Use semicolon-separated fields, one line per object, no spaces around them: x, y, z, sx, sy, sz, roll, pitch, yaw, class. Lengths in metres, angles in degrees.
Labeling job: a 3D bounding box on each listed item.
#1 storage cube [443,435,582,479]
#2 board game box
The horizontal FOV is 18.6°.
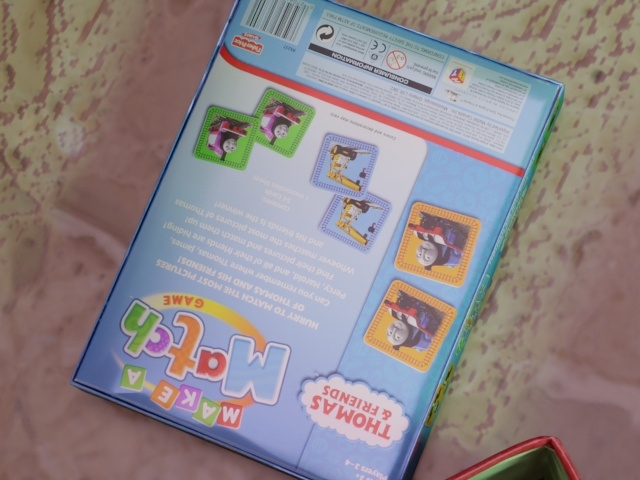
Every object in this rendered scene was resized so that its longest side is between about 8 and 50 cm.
0.052;0.206;0.772;0.215;0.193;0.184;-27;77;-1;storage cube
0.000;0.000;0.898;0.160;0.039;0.211;22;81;10;board game box
